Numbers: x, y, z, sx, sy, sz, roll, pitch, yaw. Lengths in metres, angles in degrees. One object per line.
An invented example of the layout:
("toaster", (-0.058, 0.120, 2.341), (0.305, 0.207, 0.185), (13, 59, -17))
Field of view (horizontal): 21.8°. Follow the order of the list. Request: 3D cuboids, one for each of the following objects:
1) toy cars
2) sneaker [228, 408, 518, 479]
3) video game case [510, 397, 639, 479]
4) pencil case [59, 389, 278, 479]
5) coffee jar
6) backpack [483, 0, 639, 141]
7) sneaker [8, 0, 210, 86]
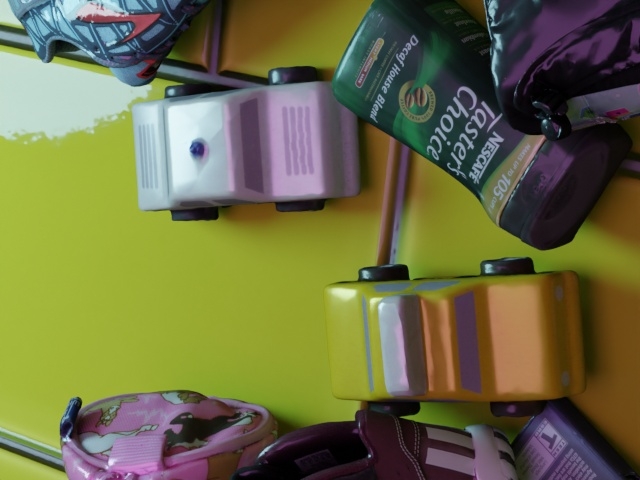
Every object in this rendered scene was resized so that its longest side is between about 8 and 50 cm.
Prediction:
("toy cars", (0.000, 0.000, 1.107), (0.394, 0.087, 0.176), (42, 114, 25))
("sneaker", (-0.006, 0.208, 1.101), (0.281, 0.163, 0.106), (-58, 25, 25))
("video game case", (0.184, 0.262, 1.050), (0.274, 0.026, 0.196), (48, 121, 29))
("pencil case", (-0.112, 0.302, 1.191), (0.160, 0.167, 0.386), (-152, 61, -62))
("coffee jar", (0.101, -0.078, 1.044), (0.184, 0.079, 0.096), (39, 117, 22))
("backpack", (0.187, -0.141, 0.934), (0.182, 0.115, 0.152), (-11, 88, 19))
("sneaker", (-0.116, -0.174, 1.178), (0.262, 0.104, 0.125), (5, 114, 40))
